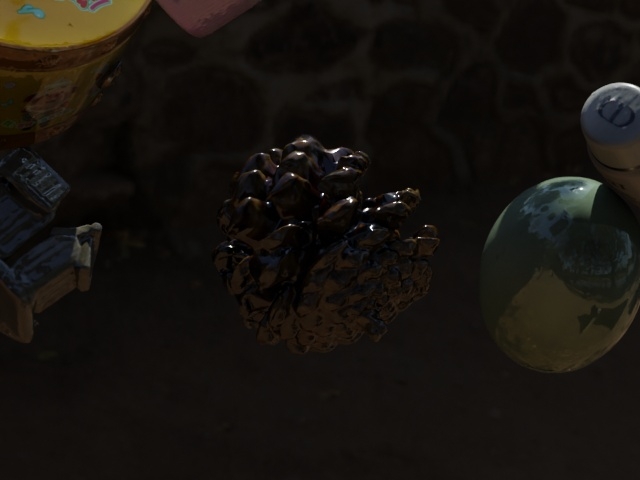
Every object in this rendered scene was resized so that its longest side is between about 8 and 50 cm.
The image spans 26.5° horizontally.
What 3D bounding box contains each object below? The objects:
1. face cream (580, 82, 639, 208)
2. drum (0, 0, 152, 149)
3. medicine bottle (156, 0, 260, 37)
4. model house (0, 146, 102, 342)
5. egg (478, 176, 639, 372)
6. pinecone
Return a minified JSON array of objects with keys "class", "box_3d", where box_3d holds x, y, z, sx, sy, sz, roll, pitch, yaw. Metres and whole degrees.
[{"class":"face cream","box_3d":[0.372,-0.082,1.569,0.143,0.089,0.314,42,1,31]},{"class":"drum","box_3d":[-0.419,-0.334,1.674,0.431,0.214,0.431,16,52,-22]},{"class":"medicine bottle","box_3d":[-0.021,-0.326,1.093,0.316,0.202,0.202,-30,28,10]},{"class":"model house","box_3d":[-0.382,-0.010,1.700,0.229,0.122,0.188,46,69,1]},{"class":"egg","box_3d":[0.298,0.046,1.681,0.203,0.282,0.203,5,43,-5]},{"class":"pinecone","box_3d":[-0.008,0.009,1.491,0.257,0.243,0.243,25,30,33]}]
